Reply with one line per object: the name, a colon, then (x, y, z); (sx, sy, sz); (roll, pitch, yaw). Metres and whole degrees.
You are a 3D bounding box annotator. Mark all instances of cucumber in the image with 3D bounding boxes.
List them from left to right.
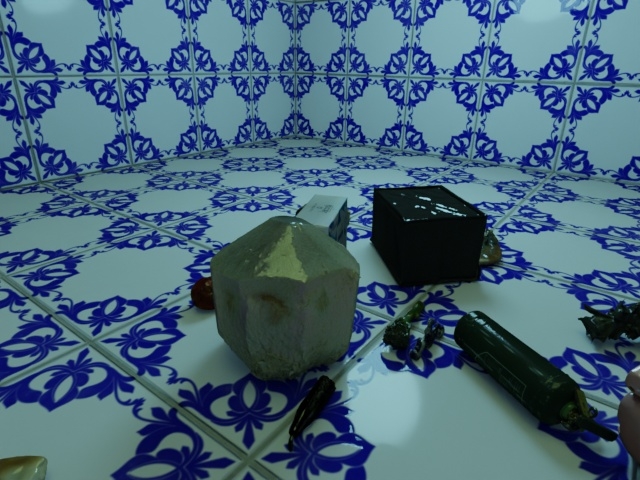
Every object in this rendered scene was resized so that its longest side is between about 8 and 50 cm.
cucumber: (-0.022, 0.300, 0.753); (0.039, 0.043, 0.163); (-30, 2, 34)

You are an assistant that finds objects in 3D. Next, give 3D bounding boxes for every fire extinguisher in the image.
fire extinguisher: (0.391, 0.253, 0.807); (0.114, 0.095, 0.311); (24, 11, -27)

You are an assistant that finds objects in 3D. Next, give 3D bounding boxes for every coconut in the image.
coconut: (-0.070, 0.101, 0.868); (0.298, 0.309, 0.297); (1, 24, 0)

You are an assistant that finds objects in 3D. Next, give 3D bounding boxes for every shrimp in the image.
shrimp: (0.536, 0.015, 1.429); (0.144, 0.052, 0.251); (7, 24, 21)

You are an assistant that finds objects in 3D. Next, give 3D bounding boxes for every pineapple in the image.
pineapple: (0.730, 0.186, 0.956); (0.248, 0.128, 0.128); (-2, 23, 6)

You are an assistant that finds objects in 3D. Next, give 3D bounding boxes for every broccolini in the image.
broccolini: (0.216, 0.194, 1.003); (0.058, 0.067, 0.216); (18, 19, 29)

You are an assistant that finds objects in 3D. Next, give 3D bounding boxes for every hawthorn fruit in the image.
hawthorn fruit: (-0.290, 0.136, 1.084); (0.093, 0.093, 0.093); (1, 23, 0)

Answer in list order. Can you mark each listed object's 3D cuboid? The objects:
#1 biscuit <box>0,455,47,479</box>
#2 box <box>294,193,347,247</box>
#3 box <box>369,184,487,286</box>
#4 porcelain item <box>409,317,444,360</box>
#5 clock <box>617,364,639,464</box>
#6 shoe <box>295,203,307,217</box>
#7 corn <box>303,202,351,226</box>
biscuit: (-0.481, 0.397, 0.494); (0.205, 0.040, 0.309); (-2, 23, -7)
box: (0.003, 0.000, 1.247); (0.116, 0.203, 0.274); (6, 23, 12)
box: (0.318, -0.030, 1.330); (0.251, 0.204, 0.345); (-3, 23, -9)
porcelain item: (0.241, 0.203, 0.938); (0.021, 0.075, 0.136); (18, 29, 37)
clock: (0.542, 0.296, 0.561); (0.142, 0.227, 0.241); (-29, 32, -5)
shoe: (-0.016, -0.063, 1.546); (0.228, 0.099, 0.112); (17, 35, 31)
corn: (0.024, -0.095, 1.644); (0.211, 0.087, 0.087); (13, 25, 41)
